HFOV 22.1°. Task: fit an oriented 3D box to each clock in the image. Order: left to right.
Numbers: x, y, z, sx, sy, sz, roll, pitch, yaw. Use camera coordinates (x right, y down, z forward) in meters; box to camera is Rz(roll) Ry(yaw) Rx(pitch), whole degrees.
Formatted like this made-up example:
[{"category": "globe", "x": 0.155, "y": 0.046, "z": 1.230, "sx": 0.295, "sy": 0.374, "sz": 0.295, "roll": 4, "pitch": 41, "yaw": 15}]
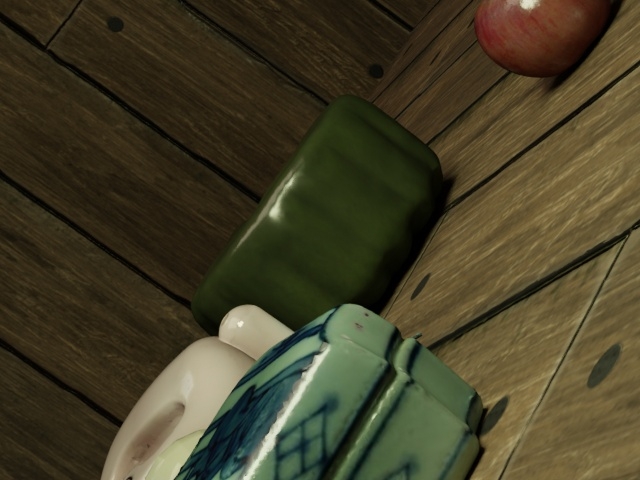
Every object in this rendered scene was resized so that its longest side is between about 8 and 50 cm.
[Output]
[{"category": "clock", "x": -0.131, "y": 0.266, "z": 1.673, "sx": 0.342, "sy": 0.184, "sz": 0.326, "roll": -56, "pitch": 9, "yaw": 34}]

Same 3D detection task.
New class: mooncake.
[{"category": "mooncake", "x": 0.000, "y": 0.000, "z": 1.979, "sx": 0.351, "sy": 0.187, "sz": 0.351, "roll": -51, "pitch": 4, "yaw": 5}]

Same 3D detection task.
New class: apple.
[{"category": "apple", "x": 0.243, "y": -0.246, "z": 1.770, "sx": 0.153, "sy": 0.120, "sz": 0.153, "roll": -49, "pitch": 12, "yaw": 15}]

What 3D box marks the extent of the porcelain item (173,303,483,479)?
[{"category": "porcelain item", "x": -0.023, "y": 0.200, "z": 1.252, "sx": 0.286, "sy": 0.157, "sz": 0.281, "roll": -56, "pitch": 5, "yaw": -20}]
